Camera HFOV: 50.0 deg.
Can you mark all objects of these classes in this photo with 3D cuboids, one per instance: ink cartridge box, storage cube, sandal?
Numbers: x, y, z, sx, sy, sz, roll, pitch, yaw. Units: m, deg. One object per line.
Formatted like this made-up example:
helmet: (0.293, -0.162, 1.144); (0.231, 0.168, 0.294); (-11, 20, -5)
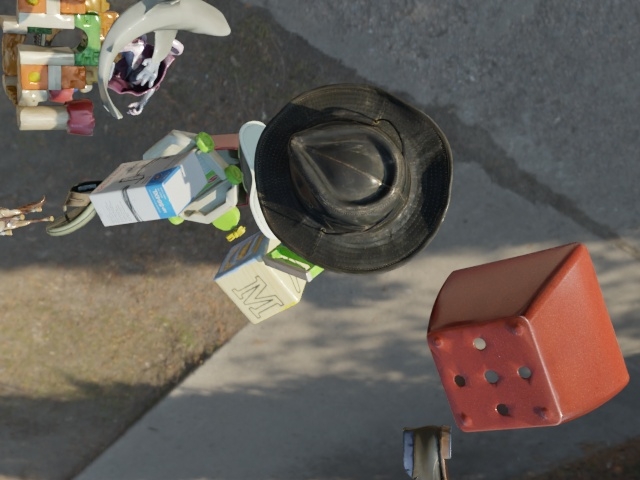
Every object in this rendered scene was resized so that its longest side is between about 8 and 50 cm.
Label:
ink cartridge box: (-0.373, -0.112, 1.492); (0.203, 0.148, 0.086); (-6, 123, 24)
storage cube: (-0.321, -0.217, 2.116); (0.214, 0.193, 0.184); (-5, 113, -1)
sandal: (-0.579, -0.116, 1.732); (0.302, 0.120, 0.086); (-34, 112, 17)

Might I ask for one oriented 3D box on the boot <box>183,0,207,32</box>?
boot: (-0.277, -0.594, 1.307); (0.260, 0.131, 0.348); (-25, 121, 29)

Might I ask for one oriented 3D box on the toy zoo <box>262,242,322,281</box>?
toy zoo: (0.000, 0.000, 1.956); (0.192, 0.293, 0.030); (18, 137, 45)

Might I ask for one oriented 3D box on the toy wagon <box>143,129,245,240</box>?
toy wagon: (-0.339, -0.143, 1.926); (0.267, 0.068, 0.344); (-29, 114, 29)

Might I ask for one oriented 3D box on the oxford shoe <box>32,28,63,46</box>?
oxford shoe: (-0.709, -0.579, 1.833); (0.096, 0.083, 0.227); (-3, 136, -39)

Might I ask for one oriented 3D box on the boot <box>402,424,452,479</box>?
boot: (0.223, 0.501, 1.462); (0.106, 0.219, 0.082); (3, 170, 14)

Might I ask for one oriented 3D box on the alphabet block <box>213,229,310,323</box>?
alphabet block: (-0.175, 0.102, 2.107); (0.193, 0.192, 0.197); (-27, 112, 28)

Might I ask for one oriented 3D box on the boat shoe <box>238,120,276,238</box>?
boat shoe: (-0.144, -0.150, 1.768); (0.109, 0.305, 0.091); (-13, 175, -12)

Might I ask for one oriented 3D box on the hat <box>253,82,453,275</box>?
hat: (0.032, -0.105, 1.043); (0.331, 0.331, 0.134); (-7, 174, 15)

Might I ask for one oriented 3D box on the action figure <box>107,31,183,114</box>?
action figure: (-0.531, -0.512, 1.876); (0.248, 0.370, 0.276); (36, 104, -19)

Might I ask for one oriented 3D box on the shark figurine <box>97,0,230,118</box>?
shark figurine: (-0.254, -0.314, 1.021); (0.116, 0.278, 0.166); (3, 134, 51)

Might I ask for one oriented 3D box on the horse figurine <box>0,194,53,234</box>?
horse figurine: (-0.757, -0.049, 1.631); (0.174, 0.263, 0.066); (-3, 104, 11)

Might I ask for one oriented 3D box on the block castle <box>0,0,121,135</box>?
block castle: (-0.575, -0.483, 1.513); (0.212, 0.303, 0.453); (-6, 123, -30)

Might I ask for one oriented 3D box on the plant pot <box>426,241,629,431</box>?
plant pot: (0.330, 0.185, 1.166); (0.267, 0.235, 0.267); (-17, 95, 36)
